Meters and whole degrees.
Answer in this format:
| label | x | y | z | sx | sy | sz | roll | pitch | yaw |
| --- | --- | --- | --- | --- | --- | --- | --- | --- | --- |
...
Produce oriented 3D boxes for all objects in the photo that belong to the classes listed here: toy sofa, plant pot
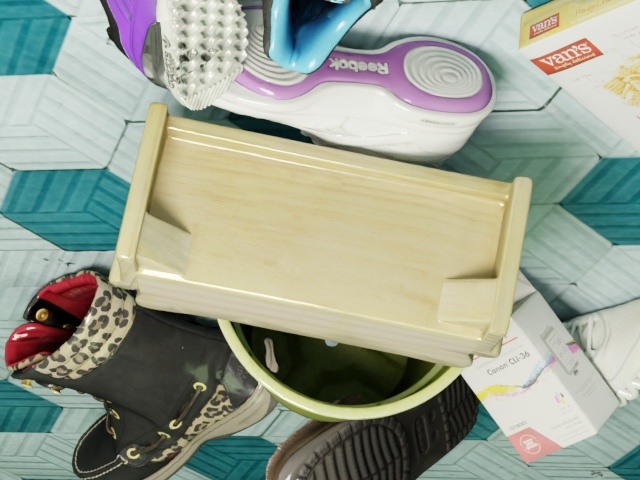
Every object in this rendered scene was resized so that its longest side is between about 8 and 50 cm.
| label | x | y | z | sx | sy | sz | roll | pitch | yaw |
| --- | --- | --- | --- | --- | --- | --- | --- | --- | --- |
| toy sofa | 0.000 | 0.000 | 1.566 | 0.363 | 0.150 | 0.177 | 11 | 165 | -1 |
| plant pot | 0.020 | 0.075 | 1.775 | 0.276 | 0.276 | 0.254 | 9 | 161 | -3 |

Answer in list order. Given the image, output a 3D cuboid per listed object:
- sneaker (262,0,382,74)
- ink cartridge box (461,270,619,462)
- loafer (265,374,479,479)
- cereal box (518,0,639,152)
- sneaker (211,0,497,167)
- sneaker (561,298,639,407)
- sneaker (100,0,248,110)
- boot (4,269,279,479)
| label | x | y | z | sx | sy | sz | roll | pitch | yaw |
| --- | --- | --- | --- | --- | --- | --- | --- | --- | --- |
| sneaker | 0.050 | -0.251 | 1.295 | 0.125 | 0.139 | 0.341 | 18 | 147 | -14 |
| ink cartridge box | 0.220 | 0.134 | 1.892 | 0.198 | 0.067 | 0.115 | 53 | 135 | -3 |
| loafer | 0.045 | 0.235 | 1.987 | 0.130 | 0.133 | 0.366 | 3 | -165 | 36 |
| cereal box | 0.311 | -0.149 | 1.501 | 0.173 | 0.047 | 0.240 | -21 | 139 | 40 |
| sneaker | -0.004 | -0.123 | 1.551 | 0.305 | 0.114 | 0.152 | 12 | 148 | -8 |
| sneaker | 0.284 | 0.134 | 1.948 | 0.118 | 0.110 | 0.292 | 29 | 144 | -17 |
| sneaker | -0.138 | -0.249 | 1.380 | 0.146 | 0.102 | 0.293 | 34 | 140 | 28 |
| boot | -0.256 | 0.175 | 2.096 | 0.284 | 0.138 | 0.377 | 28 | 140 | -33 |
